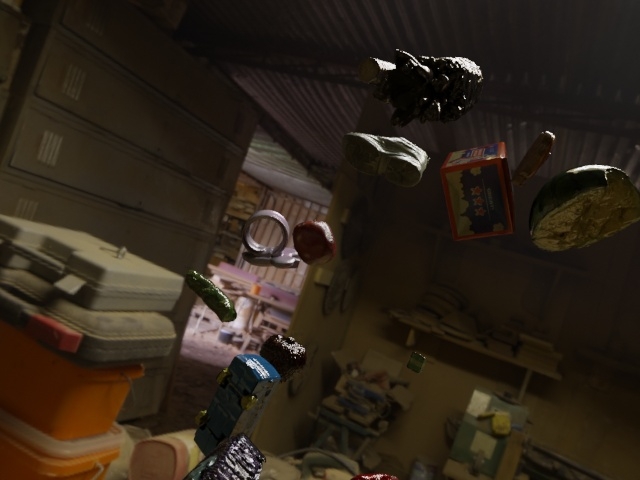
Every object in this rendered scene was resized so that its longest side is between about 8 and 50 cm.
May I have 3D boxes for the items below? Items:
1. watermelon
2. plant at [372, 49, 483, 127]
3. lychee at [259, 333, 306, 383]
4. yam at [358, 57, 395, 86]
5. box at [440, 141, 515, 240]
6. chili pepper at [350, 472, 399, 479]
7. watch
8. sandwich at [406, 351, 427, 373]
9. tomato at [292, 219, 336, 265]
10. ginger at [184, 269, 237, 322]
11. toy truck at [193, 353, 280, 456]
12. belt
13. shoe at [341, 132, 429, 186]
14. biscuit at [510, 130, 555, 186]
[{"bbox_3d":[0.789,-0.116,1.544,0.330,0.190,0.331,-1,-35,-1],"label":"watermelon"},{"bbox_3d":[0.294,-0.406,1.329,0.181,0.194,0.320,14,27,39],"label":"plant"},{"bbox_3d":[-0.148,0.454,1.925,0.194,0.195,0.194,19,-3,1],"label":"lychee"},{"bbox_3d":[0.179,-0.491,1.478,0.079,0.079,0.141,17,15,38],"label":"yam"},{"bbox_3d":[0.677,-0.212,2.116,0.256,0.319,0.348,-7,16,23],"label":"box"},{"bbox_3d":[0.151,0.690,1.427,0.267,0.051,0.059,17,9,-39],"label":"chili pepper"},{"bbox_3d":[-0.201,-0.005,2.063,0.248,0.218,0.211,2,16,-1],"label":"watch"},{"bbox_3d":[0.431,0.524,2.110,0.116,0.074,0.074,27,-6,-38],"label":"sandwich"},{"bbox_3d":[0.000,0.000,1.503,0.091,0.139,0.159,-18,-16,35],"label":"tomato"},{"bbox_3d":[-0.400,0.197,1.826,0.137,0.089,0.290,28,6,-42],"label":"ginger"},{"bbox_3d":[-0.285,0.560,1.689,0.161,0.385,0.162,36,18,30],"label":"toy truck"},{"bbox_3d":[-0.263,0.560,1.069,0.122,0.325,0.260,47,6,0],"label":"belt"},{"bbox_3d":[0.254,-0.331,1.920,0.341,0.132,0.210,27,39,18],"label":"shoe"},{"bbox_3d":[0.594,-0.219,1.391,0.050,0.170,0.170,31,-1,9],"label":"biscuit"}]
